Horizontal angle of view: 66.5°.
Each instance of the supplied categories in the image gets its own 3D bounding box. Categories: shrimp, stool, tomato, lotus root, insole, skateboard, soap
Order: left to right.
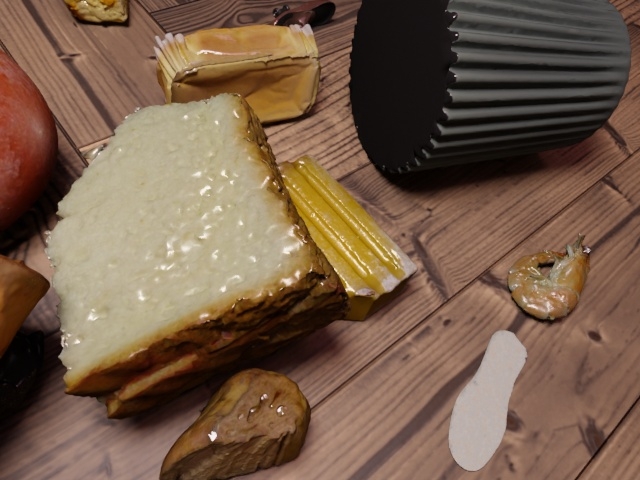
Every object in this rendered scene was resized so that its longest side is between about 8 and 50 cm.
[{"bbox_3d":[-0.445,-0.120,0.538,0.265,0.265,0.264,5,56,-8],"label":"tomato"},{"bbox_3d":[-0.081,0.181,0.497,0.159,0.135,0.095,-3,56,-29],"label":"lotus root"},{"bbox_3d":[-0.031,-0.417,0.935,0.151,0.067,0.080,-37,80,-23],"label":"skateboard"},{"bbox_3d":[0.000,0.000,0.650,0.140,0.073,0.232,-32,68,-25],"label":"soap"},{"bbox_3d":[0.251,-0.260,0.755,0.330,0.297,0.297,-7,59,-21],"label":"stool"},{"bbox_3d":[0.209,0.191,0.607,0.065,0.004,0.197,31,57,10],"label":"insole"},{"bbox_3d":[0.341,0.047,0.715,0.099,0.041,0.180,33,57,28],"label":"shrimp"}]

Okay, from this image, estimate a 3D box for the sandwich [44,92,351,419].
[{"bbox_3d":[-0.150,-0.008,0.542,0.262,0.131,0.325,-28,59,1],"label":"sandwich"}]

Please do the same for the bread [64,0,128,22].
[{"bbox_3d":[-0.406,-0.532,0.857,0.114,0.184,0.274,-8,59,-9],"label":"bread"}]

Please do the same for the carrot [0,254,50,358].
[{"bbox_3d":[-0.350,0.119,0.367,0.196,0.196,0.254,14,70,-2],"label":"carrot"}]

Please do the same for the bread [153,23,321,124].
[{"bbox_3d":[-0.124,-0.253,0.755,0.241,0.136,0.107,-17,60,-22],"label":"bread"}]

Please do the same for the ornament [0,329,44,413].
[{"bbox_3d":[-0.287,0.209,0.455,0.236,0.080,0.202,33,60,14],"label":"ornament"}]
